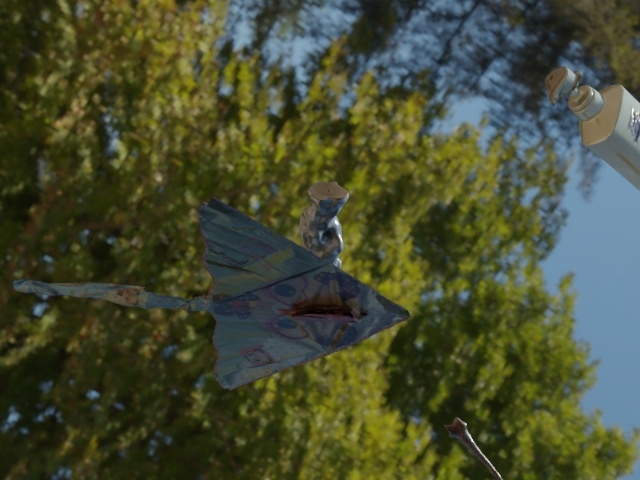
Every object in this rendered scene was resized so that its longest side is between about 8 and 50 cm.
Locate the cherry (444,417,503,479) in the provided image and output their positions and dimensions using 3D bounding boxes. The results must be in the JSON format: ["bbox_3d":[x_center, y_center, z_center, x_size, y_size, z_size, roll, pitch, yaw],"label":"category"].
[{"bbox_3d":[0.114,0.222,0.710,0.148,0.188,0.115,-36,178,-24],"label":"cherry"}]

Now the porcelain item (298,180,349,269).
[{"bbox_3d":[0.000,0.000,0.774,0.028,0.036,0.083,-70,173,-56],"label":"porcelain item"}]

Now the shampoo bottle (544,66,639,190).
[{"bbox_3d":[0.184,-0.062,0.668,0.034,0.141,0.049,-10,-126,53],"label":"shampoo bottle"}]

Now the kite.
[{"bbox_3d":[-0.068,0.042,0.708,0.229,0.250,0.012,97,-1,-54],"label":"kite"}]
